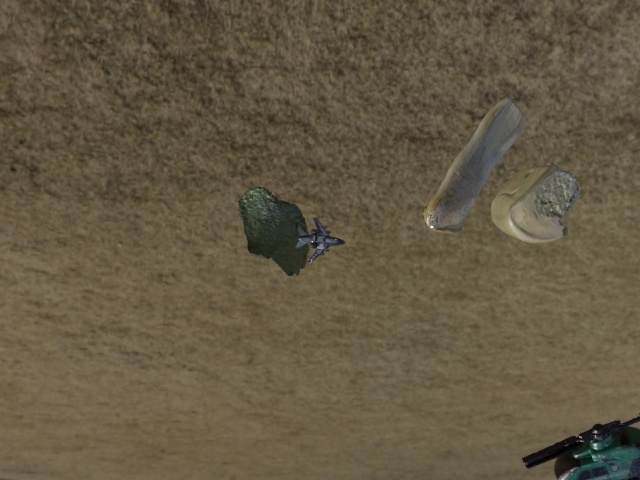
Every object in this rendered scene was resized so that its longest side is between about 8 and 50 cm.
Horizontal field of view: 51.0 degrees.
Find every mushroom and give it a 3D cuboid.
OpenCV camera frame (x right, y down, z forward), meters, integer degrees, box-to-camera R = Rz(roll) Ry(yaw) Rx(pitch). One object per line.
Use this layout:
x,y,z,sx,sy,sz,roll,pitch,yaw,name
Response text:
0.209,-0.100,0.911,0.059,0.202,0.054,31,-171,9,mushroom

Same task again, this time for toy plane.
0.000,0.000,1.134,0.083,0.079,0.031,4,169,8,toy plane
0.597,0.404,1.300,0.381,0.106,0.155,-24,111,23,toy plane

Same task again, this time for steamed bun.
0.539,-0.086,1.671,0.170,0.200,0.225,36,-174,-7,steamed bun

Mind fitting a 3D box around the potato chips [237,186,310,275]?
-0.116,-0.025,1.619,0.228,0.167,0.059,34,161,0,potato chips
